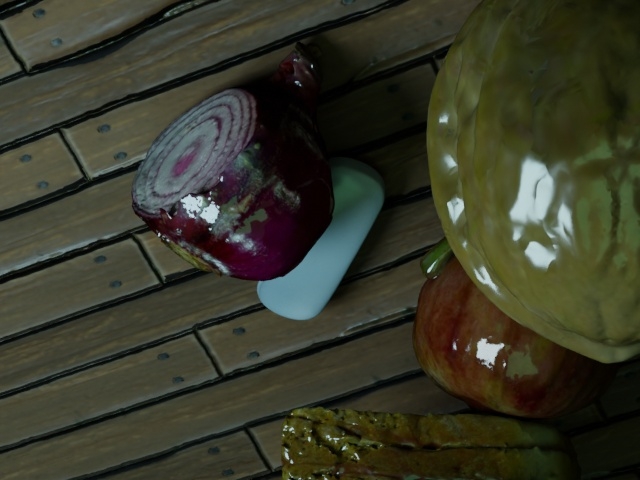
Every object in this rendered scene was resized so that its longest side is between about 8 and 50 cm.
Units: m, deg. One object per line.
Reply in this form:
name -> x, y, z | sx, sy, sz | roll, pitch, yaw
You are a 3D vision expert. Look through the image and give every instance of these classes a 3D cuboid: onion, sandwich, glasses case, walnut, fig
onion -> -0.050, -0.069, 1.670 | 0.140, 0.195, 0.218 | 39, 79, -18
sandwich -> 0.099, 0.231, 1.796 | 0.271, 0.099, 0.301 | 0, 161, 0
glasses case -> 0.000, 0.000, 1.765 | 0.067, 0.045, 0.178 | 23, 122, -10
walnut -> 0.234, -0.068, 1.534 | 0.333, 0.333, 0.333 | 3, 124, 4
fig -> 0.179, 0.066, 1.721 | 0.205, 0.205, 0.205 | 3, 124, 4
